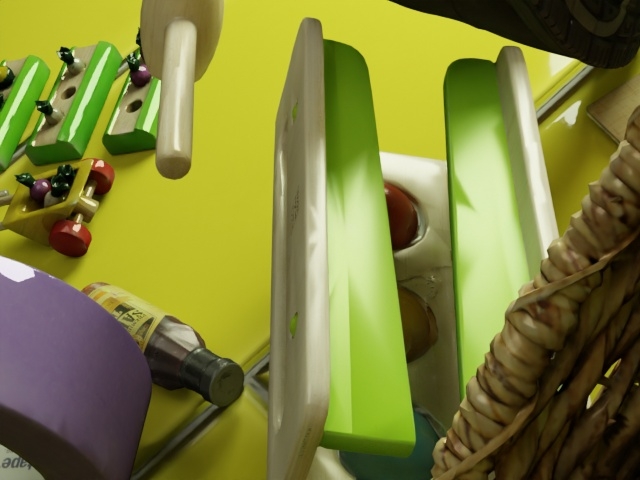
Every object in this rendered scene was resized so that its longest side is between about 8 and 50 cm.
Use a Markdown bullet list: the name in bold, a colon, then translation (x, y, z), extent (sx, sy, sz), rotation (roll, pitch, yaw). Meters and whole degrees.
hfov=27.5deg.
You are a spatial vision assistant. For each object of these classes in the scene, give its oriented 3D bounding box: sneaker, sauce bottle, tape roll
- **sneaker**: translation (0.078, -0.169, 0.724), extent (0.130, 0.286, 0.109), rotation (15, 90, 51)
- **sauce bottle**: translation (-0.095, 0.060, 0.755), extent (0.128, 0.042, 0.042), rotation (19, 62, 42)
- **tape roll**: translation (-0.186, 0.090, 0.670), extent (0.189, 0.189, 0.080), rotation (-10, 47, 21)

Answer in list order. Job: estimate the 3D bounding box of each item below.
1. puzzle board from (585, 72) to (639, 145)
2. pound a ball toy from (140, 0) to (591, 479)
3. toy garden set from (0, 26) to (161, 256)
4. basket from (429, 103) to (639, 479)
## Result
- **puzzle board**: translation (0.227, -0.081, 0.731), extent (0.128, 0.011, 0.096), rotation (-32, 44, -1)
- **pound a ball toy**: translation (0.000, 0.000, 0.667), extent (0.208, 0.136, 0.319), rotation (7, 44, -9)
- **toy garden set**: translation (-0.229, -0.073, 0.950), extent (0.244, 0.049, 0.204), rotation (-7, 48, 24)
- **basket**: translation (0.209, 0.043, 0.353), extent (0.299, 0.223, 0.213), rotation (-59, 36, 14)
